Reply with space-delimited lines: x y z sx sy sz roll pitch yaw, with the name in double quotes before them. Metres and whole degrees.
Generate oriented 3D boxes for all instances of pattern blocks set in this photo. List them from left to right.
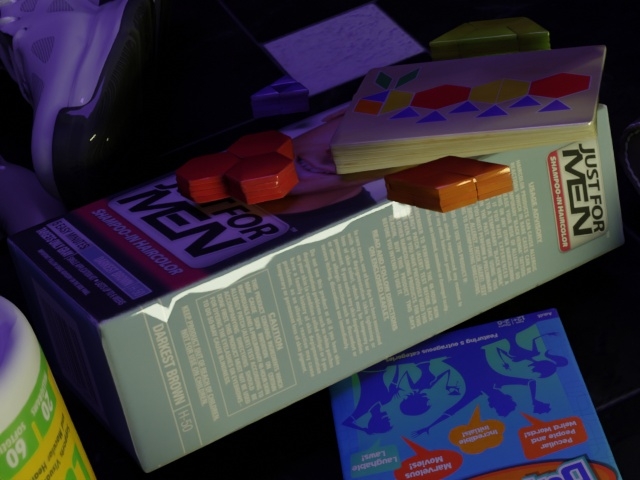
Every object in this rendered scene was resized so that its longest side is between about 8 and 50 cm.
"pattern blocks set" 0.096 -0.087 0.924 0.325 0.026 0.285 0 29 25

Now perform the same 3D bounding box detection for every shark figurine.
"shark figurine" -0.320 -0.052 1.181 0.278 0.116 0.166 1 38 17

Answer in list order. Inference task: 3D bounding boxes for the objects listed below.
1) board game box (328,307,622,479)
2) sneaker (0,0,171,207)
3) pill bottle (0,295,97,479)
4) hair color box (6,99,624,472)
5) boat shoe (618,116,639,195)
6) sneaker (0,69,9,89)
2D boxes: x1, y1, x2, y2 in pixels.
"board game box" 0.094 0.138 0.849 0.160 0.047 0.210 -13 37 1
"sneaker" -0.271 -0.165 1.223 0.258 0.169 0.447 1 33 -2
"pill bottle" -0.183 0.156 0.749 0.136 0.245 0.136 -9 37 7
"hair color box" 0.000 0.000 0.954 0.374 0.113 0.185 -23 27 -22
"boat shoe" 0.287 -0.001 0.918 0.091 0.109 0.305 -21 41 -17
"sneaker" -0.305 -0.221 1.415 0.130 0.087 0.227 -15 31 10
